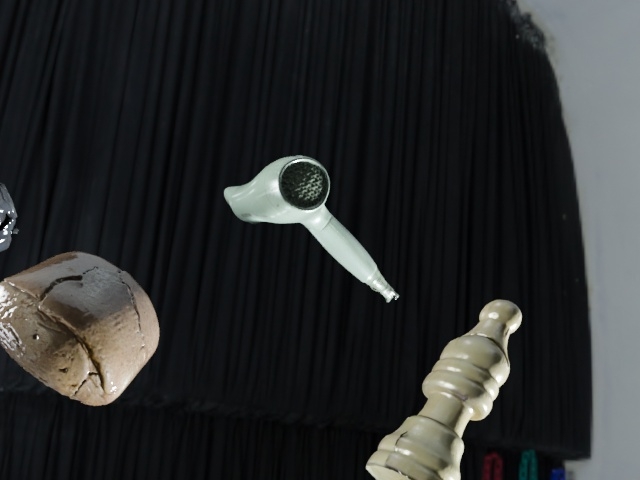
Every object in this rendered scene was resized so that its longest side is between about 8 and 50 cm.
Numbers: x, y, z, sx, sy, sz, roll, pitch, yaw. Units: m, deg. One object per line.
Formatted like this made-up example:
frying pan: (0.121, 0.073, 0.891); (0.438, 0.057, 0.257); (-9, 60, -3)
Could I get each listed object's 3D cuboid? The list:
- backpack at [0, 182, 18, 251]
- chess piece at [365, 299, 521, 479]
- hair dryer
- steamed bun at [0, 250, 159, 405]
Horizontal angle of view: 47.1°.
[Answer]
backpack: (-0.532, -0.018, 0.948); (0.258, 0.133, 0.206); (-17, 139, -25)
chess piece: (0.192, 0.215, 1.037); (0.124, 0.307, 0.139); (25, 157, 23)
hair dryer: (0.000, 0.000, 0.901); (0.237, 0.075, 0.206); (41, 160, -15)
steamed bun: (-0.449, 0.142, 1.388); (0.301, 0.199, 0.251); (34, -168, 3)
